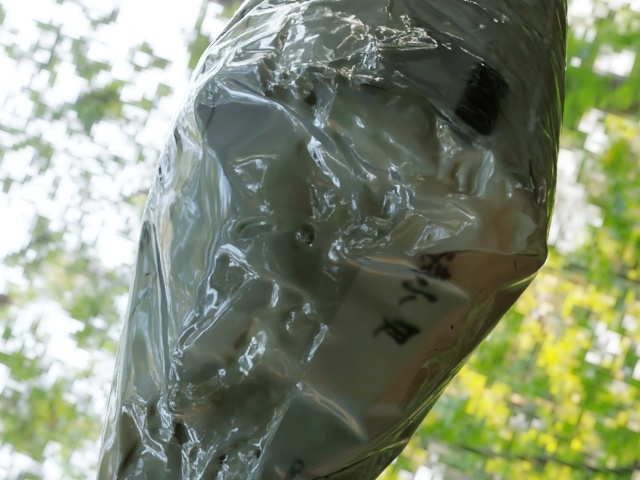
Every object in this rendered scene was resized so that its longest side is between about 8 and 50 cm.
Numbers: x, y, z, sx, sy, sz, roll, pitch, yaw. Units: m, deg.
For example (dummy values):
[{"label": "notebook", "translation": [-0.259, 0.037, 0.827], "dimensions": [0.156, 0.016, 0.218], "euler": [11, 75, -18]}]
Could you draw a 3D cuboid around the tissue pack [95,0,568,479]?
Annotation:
[{"label": "tissue pack", "translation": [0.000, 0.000, 0.983], "dimensions": [0.390, 0.195, 0.375], "euler": [-69, 4, -53]}]
